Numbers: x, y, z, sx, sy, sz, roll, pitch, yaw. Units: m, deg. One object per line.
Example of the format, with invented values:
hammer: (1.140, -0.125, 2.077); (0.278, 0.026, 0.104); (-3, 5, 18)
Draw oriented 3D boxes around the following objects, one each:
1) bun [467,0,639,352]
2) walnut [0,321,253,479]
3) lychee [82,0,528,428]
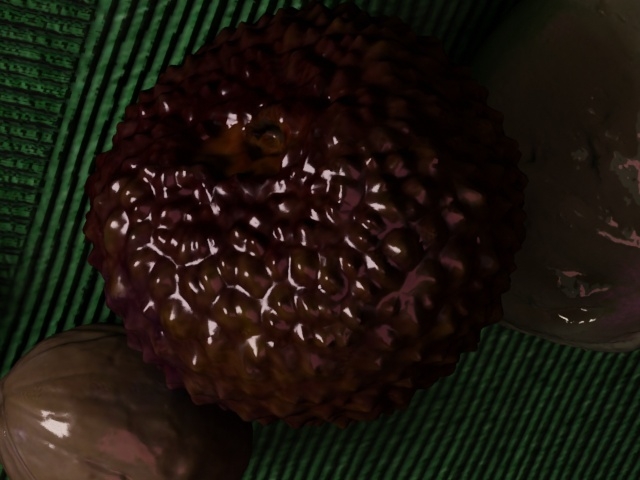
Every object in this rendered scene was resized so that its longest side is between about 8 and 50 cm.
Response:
bun: (0.221, -0.037, 1.157); (0.293, 0.187, 0.293); (-12, 127, -17)
walnut: (-0.122, 0.117, 1.123); (0.162, 0.140, 0.140); (4, 119, -41)
lychee: (0.000, 0.000, 1.051); (0.271, 0.271, 0.271); (-12, 125, -18)
